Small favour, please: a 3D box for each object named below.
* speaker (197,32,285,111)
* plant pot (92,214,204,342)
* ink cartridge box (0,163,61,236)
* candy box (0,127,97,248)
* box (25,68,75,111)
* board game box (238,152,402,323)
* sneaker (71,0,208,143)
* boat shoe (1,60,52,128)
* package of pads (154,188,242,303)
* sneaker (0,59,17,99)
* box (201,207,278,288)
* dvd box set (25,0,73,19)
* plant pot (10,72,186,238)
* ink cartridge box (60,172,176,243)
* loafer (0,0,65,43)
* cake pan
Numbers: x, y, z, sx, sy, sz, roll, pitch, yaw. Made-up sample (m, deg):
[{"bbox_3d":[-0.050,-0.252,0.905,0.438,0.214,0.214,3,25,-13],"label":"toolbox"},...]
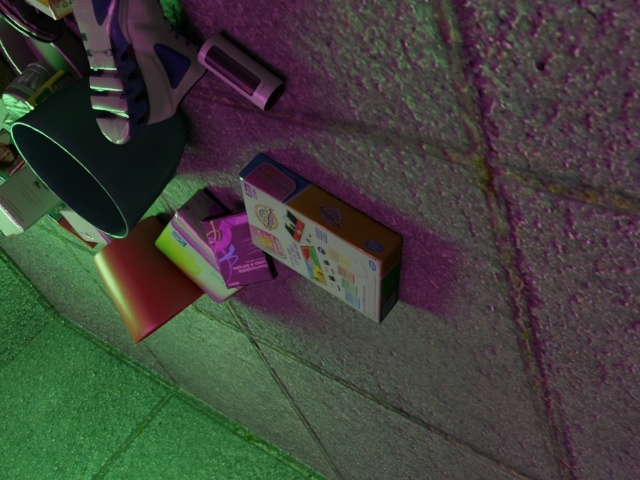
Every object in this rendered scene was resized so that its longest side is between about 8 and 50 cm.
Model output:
[{"bbox_3d":[-0.121,-0.259,1.289,0.136,0.055,0.055,38,156,7],"label":"speaker"},{"bbox_3d":[-0.432,0.087,2.133,0.243,0.275,0.275,53,156,-2],"label":"plant pot"},{"bbox_3d":[-0.670,-0.145,2.032,0.117,0.283,0.207,52,154,-16],"label":"ink cartridge box"},{"bbox_3d":[-0.751,-0.137,2.308,0.317,0.122,0.268,34,169,13],"label":"candy box"},{"bbox_3d":[-0.538,-0.268,1.702,0.043,0.105,0.179,34,155,10],"label":"box"},{"bbox_3d":[0.000,0.000,1.546,0.316,0.064,0.242,32,155,20],"label":"board game box"},{"bbox_3d":[-0.277,-0.326,1.327,0.127,0.182,0.316,17,118,39],"label":"sneaker"},{"bbox_3d":[-0.624,-0.289,1.825,0.118,0.103,0.320,28,163,-6],"label":"boat shoe"},{"bbox_3d":[-0.250,0.024,1.921,0.229,0.101,0.296,44,157,-6],"label":"package of pads"},{"bbox_3d":[-0.852,-0.456,1.989,0.153,0.099,0.282,21,153,35],"label":"sneaker"},{"bbox_3d":[-0.168,0.016,1.742,0.116,0.029,0.162,-13,109,20],"label":"box"},{"bbox_3d":[-0.530,-0.565,1.244,0.307,0.062,0.420,37,156,33],"label":"dvd box set"},{"bbox_3d":[-0.402,-0.189,1.607,0.293,0.235,0.293,32,155,17],"label":"plant pot"},{"bbox_3d":[-0.449,-0.103,1.846,0.160,0.219,0.093,4,138,54],"label":"ink cartridge box"},{"bbox_3d":[-0.573,-0.483,1.534,0.267,0.096,0.084,49,149,-14],"label":"loafer"},{"bbox_3d":[-0.557,-0.369,1.753,0.293,0.054,0.293,33,155,17],"label":"cake pan"}]
